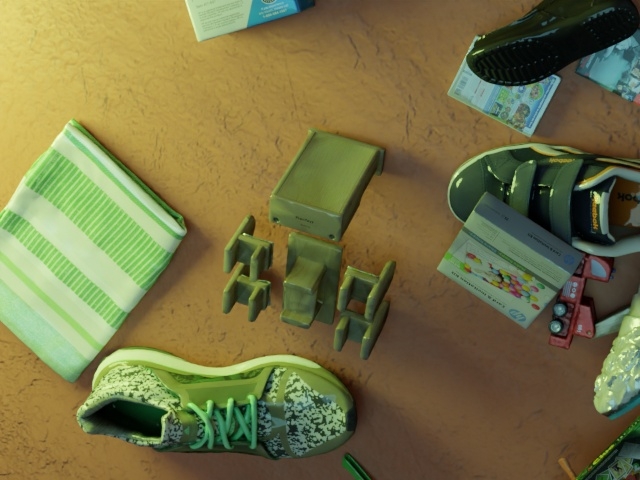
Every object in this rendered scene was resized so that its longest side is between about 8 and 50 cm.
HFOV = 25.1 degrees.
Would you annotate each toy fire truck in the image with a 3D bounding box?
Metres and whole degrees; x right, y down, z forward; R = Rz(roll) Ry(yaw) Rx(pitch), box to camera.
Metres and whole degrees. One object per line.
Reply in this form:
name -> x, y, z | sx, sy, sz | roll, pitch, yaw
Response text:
toy fire truck -> 0.368, 0.104, 1.860 | 0.135, 0.047, 0.192 | 14, 109, 12

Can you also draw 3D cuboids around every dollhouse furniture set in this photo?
dollhouse furniture set -> 0.000, 0.000, 1.919 | 0.212, 0.161, 0.242 | 17, 132, 12

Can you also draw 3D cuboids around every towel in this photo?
towel -> -0.362, 0.019, 2.064 | 0.248, 0.038, 0.325 | 42, 113, 1

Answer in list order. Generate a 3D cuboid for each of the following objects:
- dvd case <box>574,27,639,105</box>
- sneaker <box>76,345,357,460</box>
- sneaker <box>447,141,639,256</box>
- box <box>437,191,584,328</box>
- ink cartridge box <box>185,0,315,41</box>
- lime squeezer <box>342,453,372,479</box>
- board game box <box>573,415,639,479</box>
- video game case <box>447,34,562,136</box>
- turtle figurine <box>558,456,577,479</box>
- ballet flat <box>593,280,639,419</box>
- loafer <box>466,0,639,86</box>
dvd case -> 0.387, -0.219, 1.776 | 0.119, 0.013, 0.087 | 27, 112, 6
sneaker -> -0.154, 0.253, 1.991 | 0.410, 0.182, 0.158 | 1, 106, 16
sneaker -> 0.307, -0.052, 1.792 | 0.321, 0.127, 0.126 | 0, 107, 19
box -> 0.237, 0.028, 1.823 | 0.145, 0.038, 0.186 | 34, 156, 5
ink cartridge box -> -0.110, -0.375, 1.842 | 0.148, 0.086, 0.203 | -13, 101, 20
lime squeezer -> 0.162, 0.401, 1.999 | 0.310, 0.059, 0.110 | 21, 104, 28
board game box -> 0.442, 0.292, 1.848 | 0.259, 0.030, 0.136 | -43, 88, -2
video game case -> 0.234, -0.197, 1.830 | 0.122, 0.011, 0.087 | 28, 112, 7
turtle figurine -> 0.349, 0.425, 1.941 | 0.217, 0.087, 0.269 | -36, 96, 28
ballet flat -> 0.479, 0.052, 1.759 | 0.409, 0.147, 0.147 | -38, 92, 11
loafer -> 0.285, -0.257, 1.768 | 0.220, 0.078, 0.080 | -17, 137, 21
